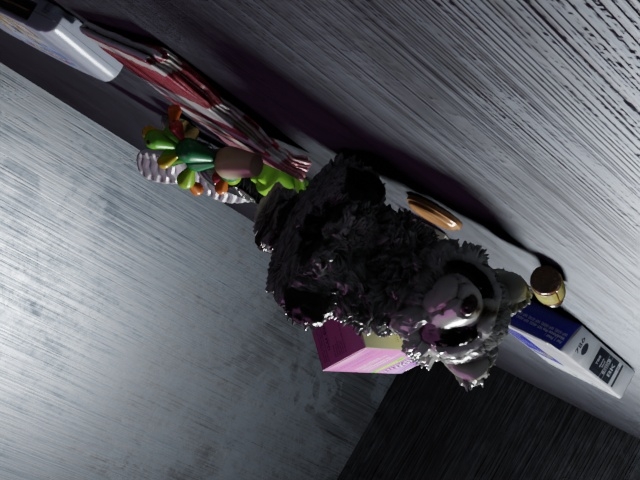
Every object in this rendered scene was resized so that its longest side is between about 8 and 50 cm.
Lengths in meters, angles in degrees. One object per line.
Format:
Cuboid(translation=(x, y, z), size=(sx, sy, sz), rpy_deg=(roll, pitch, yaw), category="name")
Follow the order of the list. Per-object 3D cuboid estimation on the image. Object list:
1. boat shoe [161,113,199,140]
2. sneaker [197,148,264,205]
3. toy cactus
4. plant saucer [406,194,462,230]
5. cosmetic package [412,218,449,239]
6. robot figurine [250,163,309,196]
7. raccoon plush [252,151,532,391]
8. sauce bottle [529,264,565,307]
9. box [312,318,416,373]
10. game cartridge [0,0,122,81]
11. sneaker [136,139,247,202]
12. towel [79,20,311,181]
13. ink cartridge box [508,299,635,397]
Cuboid(translation=(-0.276, -0.216, 1.996), size=(0.049, 0.056, 0.152), rpy_deg=(39, 171, 8), category="boat shoe")
Cuboid(translation=(-0.125, -0.109, 1.969), size=(0.227, 0.087, 0.130), rpy_deg=(29, 175, -25), category="sneaker")
Cuboid(translation=(-0.163, -0.128, 1.552), size=(0.180, 0.112, 0.219), rpy_deg=(9, 161, 33), category="toy cactus")
Cuboid(translation=(0.152, -0.035, 1.378), size=(0.083, 0.013, 0.083), rpy_deg=(31, 177, 2), category="plant saucer")
Cuboid(translation=(0.171, 0.009, 1.588), size=(0.060, 0.041, 0.115), rpy_deg=(28, 175, 23), category="cosmetic package")
Cuboid(translation=(-0.067, -0.097, 1.799), size=(0.115, 0.067, 0.101), rpy_deg=(32, 164, -31), category="robot figurine")
Cuboid(translation=(0.097, 0.020, 1.406), size=(0.299, 0.216, 0.446), rpy_deg=(27, -165, -18), category="raccoon plush")
Cuboid(translation=(0.300, 0.064, 1.340), size=(0.042, 0.042, 0.128), rpy_deg=(29, 174, 22), category="sauce bottle")
Cuboid(translation=(0.094, 0.138, 1.991), size=(0.243, 0.117, 0.213), rpy_deg=(9, -123, -47), category="box")
Cuboid(translation=(-0.461, -0.350, 1.640), size=(0.297, 0.062, 0.198), rpy_deg=(28, 171, 28), category="game cartridge")
Cuboid(translation=(-0.232, -0.165, 2.106), size=(0.281, 0.115, 0.105), rpy_deg=(17, 135, 10), category="sneaker")
Cuboid(translation=(-0.181, -0.208, 1.507), size=(0.329, 0.037, 0.237), rpy_deg=(36, 175, -41), category="towel")
Cuboid(translation=(0.405, 0.170, 1.751), size=(0.165, 0.065, 0.333), rpy_deg=(27, 176, 41), category="ink cartridge box")
